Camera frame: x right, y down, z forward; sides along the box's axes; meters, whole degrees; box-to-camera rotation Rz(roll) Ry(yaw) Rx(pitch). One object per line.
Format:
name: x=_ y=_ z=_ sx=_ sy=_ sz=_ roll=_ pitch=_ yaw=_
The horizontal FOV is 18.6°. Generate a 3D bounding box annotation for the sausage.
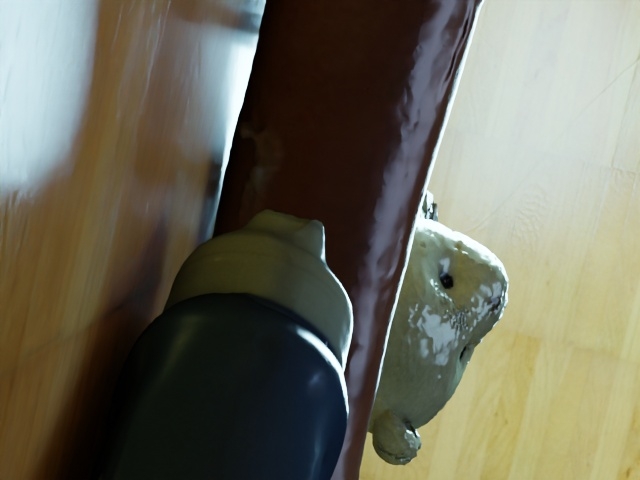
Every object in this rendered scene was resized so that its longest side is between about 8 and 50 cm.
sausage: x=0.000 y=0.000 z=0.835 sx=0.094 sy=0.094 sz=0.419 roll=-26 pitch=131 yaw=-71

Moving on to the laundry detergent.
laundry detergent: x=-0.044 y=0.114 z=0.644 sx=0.143 sy=0.094 sz=0.290 roll=103 pitch=4 yaw=-48

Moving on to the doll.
doll: x=0.057 y=0.036 z=1.423 sx=0.278 sy=0.149 sz=0.175 roll=-104 pitch=172 yaw=-73
